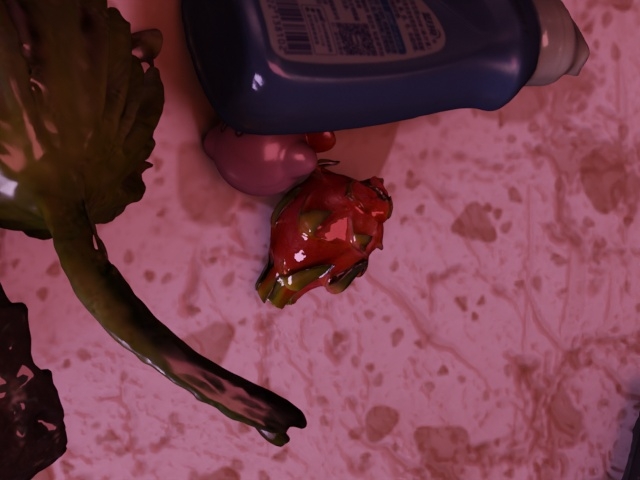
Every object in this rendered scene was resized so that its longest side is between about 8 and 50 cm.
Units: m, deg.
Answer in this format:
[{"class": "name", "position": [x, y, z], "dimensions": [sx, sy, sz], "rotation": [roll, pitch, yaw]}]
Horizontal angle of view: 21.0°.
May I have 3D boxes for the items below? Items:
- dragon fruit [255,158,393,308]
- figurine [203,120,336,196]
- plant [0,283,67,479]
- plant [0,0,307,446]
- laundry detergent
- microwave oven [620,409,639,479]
[{"class": "dragon fruit", "position": [-0.001, 0.001, 1.239], "dimensions": [0.081, 0.086, 0.116], "rotation": [38, 119, -2]}, {"class": "figurine", "position": [-0.039, -0.064, 1.212], "dimensions": [0.071, 0.083, 0.067], "rotation": [-43, 142, -29]}, {"class": "plant", "position": [-0.320, 0.132, 1.038], "dimensions": [0.320, 0.194, 0.181], "rotation": [-27, 104, -23]}, {"class": "plant", "position": [-0.140, -0.052, 1.018], "dimensions": [0.251, 0.333, 0.180], "rotation": [20, 102, -39]}, {"class": "laundry detergent", "position": [0.054, -0.145, 1.220], "dimensions": [0.290, 0.143, 0.094], "rotation": [-2, 142, -28]}, {"class": "microwave oven", "position": [0.359, 0.309, 1.380], "dimensions": [0.286, 0.218, 0.355], "rotation": [12, 92, -25]}]
